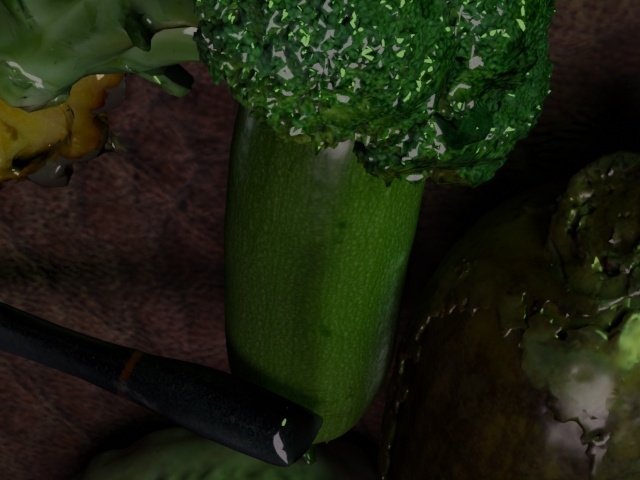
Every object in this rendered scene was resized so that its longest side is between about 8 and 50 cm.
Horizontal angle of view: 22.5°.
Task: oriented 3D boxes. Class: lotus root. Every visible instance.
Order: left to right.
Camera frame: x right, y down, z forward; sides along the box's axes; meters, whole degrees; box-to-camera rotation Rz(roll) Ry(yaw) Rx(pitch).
[{"bbox_3d":[0.139,0.101,0.915,0.196,0.179,0.397,36,147,22],"label":"lotus root"}]

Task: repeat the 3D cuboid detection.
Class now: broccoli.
[{"bbox_3d":[-0.025,-0.122,0.658,0.269,0.254,0.269,11,124,16],"label":"broccoli"}]

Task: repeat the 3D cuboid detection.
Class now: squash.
[{"bbox_3d":[0.000,0.000,0.883,0.107,0.107,0.395,6,136,-2],"label":"squash"}]

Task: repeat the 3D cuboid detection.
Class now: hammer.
[{"bbox_3d":[-0.135,0.073,0.941,0.289,0.037,0.137,19,143,17],"label":"hammer"}]

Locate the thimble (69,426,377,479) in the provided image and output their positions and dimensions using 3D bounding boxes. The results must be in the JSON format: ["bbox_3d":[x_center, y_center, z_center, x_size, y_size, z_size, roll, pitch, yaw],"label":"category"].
[{"bbox_3d":[-0.073,0.266,1.091,0.291,0.195,0.291,1,136,1],"label":"thimble"}]

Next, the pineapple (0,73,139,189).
[{"bbox_3d":[-0.194,-0.106,0.806,0.224,0.076,0.225,2,138,2],"label":"pineapple"}]
